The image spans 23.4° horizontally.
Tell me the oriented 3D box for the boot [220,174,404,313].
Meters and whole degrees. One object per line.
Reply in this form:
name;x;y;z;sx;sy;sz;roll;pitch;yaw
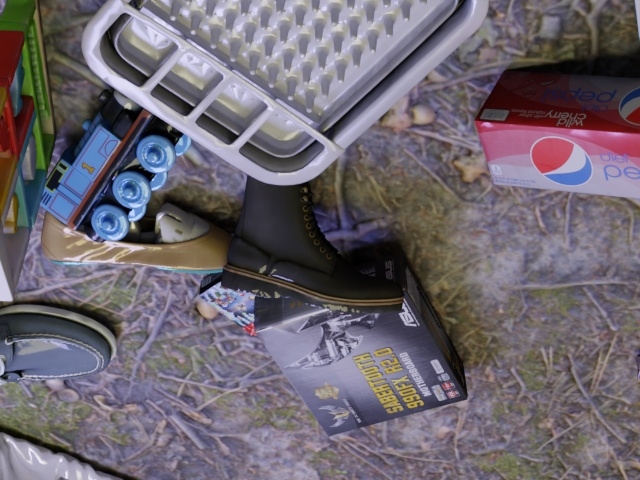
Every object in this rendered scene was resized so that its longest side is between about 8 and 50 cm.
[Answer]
boot;0.000;0.000;1.651;0.197;0.077;0.137;10;94;1

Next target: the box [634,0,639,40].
box;0.347;-0.225;1.461;0.100;0.060;0.244;-8;132;12

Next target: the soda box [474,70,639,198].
soda box;0.289;-0.100;1.502;0.263;0.083;0.092;8;138;32

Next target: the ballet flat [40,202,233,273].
ballet flat;-0.194;-0.007;1.700;0.232;0.080;0.073;1;118;1

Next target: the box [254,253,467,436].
box;0.050;0.126;1.796;0.183;0.056;0.231;-17;136;14

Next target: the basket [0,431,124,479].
basket;-0.364;0.484;2.013;0.328;0.331;0.266;25;136;-18

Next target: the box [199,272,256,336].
box;-0.059;0.049;1.773;0.137;0.027;0.094;-33;125;30

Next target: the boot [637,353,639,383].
boot;0.439;0.163;1.840;0.114;0.037;0.106;-20;116;17

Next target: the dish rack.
dish rack;-0.034;-0.222;1.485;0.285;0.072;0.333;33;127;-23

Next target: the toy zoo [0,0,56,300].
toy zoo;-0.301;-0.080;1.485;0.030;0.293;0.192;2;133;2

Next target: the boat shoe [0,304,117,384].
boat shoe;-0.403;0.146;1.840;0.319;0.099;0.116;2;134;3

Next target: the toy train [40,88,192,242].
toy train;-0.213;-0.081;1.615;0.105;0.080;0.184;36;117;-3
